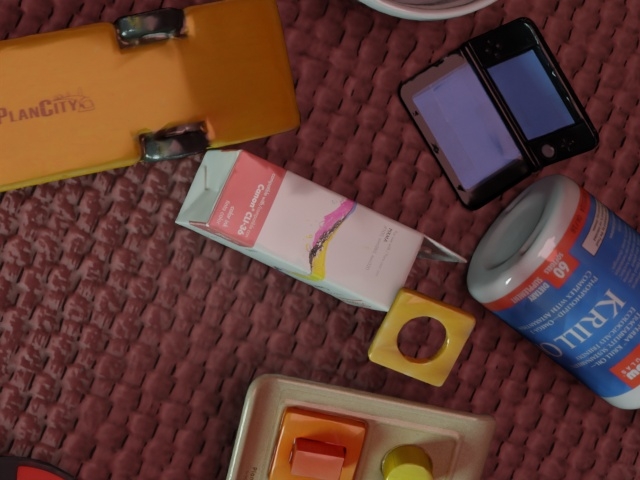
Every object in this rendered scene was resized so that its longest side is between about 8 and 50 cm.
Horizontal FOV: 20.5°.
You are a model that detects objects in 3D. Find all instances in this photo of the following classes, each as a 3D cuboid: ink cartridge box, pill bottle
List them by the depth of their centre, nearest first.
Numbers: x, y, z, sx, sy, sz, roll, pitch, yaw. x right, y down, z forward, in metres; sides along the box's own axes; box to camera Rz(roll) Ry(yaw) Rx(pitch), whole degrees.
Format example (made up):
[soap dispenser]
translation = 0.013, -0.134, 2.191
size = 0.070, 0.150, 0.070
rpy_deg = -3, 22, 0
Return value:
[ink cartridge box]
translation = 0.000, 0.000, 1.351
size = 0.198, 0.115, 0.067
rpy_deg = 25, 85, -16
[pill bottle]
translation = 0.236, 0.057, 1.419
size = 0.221, 0.124, 0.124
rpy_deg = 37, 82, -14

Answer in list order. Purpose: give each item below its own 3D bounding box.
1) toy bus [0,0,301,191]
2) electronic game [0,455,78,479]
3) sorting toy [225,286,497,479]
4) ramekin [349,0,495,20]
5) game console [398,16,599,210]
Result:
[toy bus]
translation = -0.186, -0.099, 1.285
size = 0.333, 0.130, 0.108
rpy_deg = -13, 96, -16
[electronic game]
translation = -0.227, 0.271, 1.284
size = 0.229, 0.048, 0.229
rpy_deg = 10, 76, -45
[sorting toy]
translation = 0.024, 0.200, 1.341
size = 0.196, 0.047, 0.347
rpy_deg = 10, 110, -10
[ramekin]
translation = 0.068, -0.269, 1.366
size = 0.207, 0.109, 0.207
rpy_deg = 0, 91, -17
[game console]
translation = 0.143, -0.100, 1.416
size = 0.071, 0.107, 0.122
rpy_deg = -41, 105, -40
